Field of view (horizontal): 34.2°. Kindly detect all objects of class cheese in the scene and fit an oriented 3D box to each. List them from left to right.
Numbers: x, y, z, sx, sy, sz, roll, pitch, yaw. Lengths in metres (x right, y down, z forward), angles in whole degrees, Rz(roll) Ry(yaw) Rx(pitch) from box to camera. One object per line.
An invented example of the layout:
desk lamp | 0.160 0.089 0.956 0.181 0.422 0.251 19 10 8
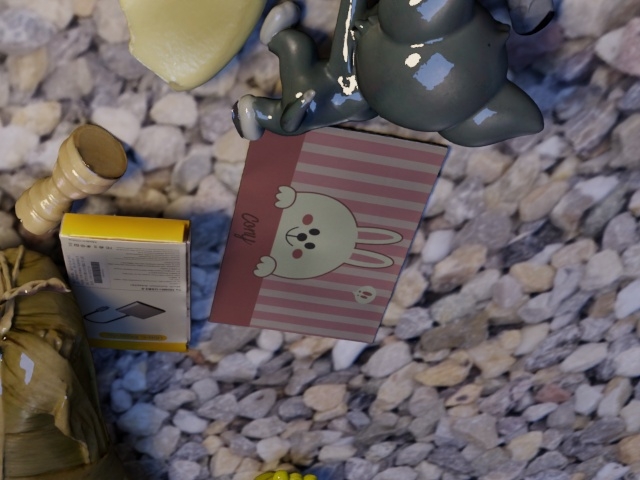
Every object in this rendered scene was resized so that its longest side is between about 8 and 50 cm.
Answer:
cheese | -0.075 -0.240 0.890 0.127 0.050 0.255 37 119 -27

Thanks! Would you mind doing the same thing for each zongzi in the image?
zongzi | -0.261 0.185 1.179 0.466 0.218 0.500 13 130 -35

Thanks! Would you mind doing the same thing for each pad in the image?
pad | 0.000 0.000 1.125 0.202 0.005 0.300 9 131 -11

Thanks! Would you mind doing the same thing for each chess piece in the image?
chess piece | -0.252 -0.055 1.033 0.066 0.066 0.122 35 124 -28

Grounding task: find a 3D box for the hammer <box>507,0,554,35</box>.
hammer | 0.124 -0.325 0.796 0.152 0.044 0.427 -34 137 -11

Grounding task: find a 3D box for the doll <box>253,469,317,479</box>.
doll | -0.083 0.387 1.403 0.135 0.099 0.241 35 123 -1

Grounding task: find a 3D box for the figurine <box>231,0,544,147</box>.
figurine | 0.039 -0.156 0.907 0.265 0.140 0.193 -17 124 7

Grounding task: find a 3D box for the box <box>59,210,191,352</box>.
box | -0.202 0.051 1.115 0.129 0.033 0.247 3 148 -6
